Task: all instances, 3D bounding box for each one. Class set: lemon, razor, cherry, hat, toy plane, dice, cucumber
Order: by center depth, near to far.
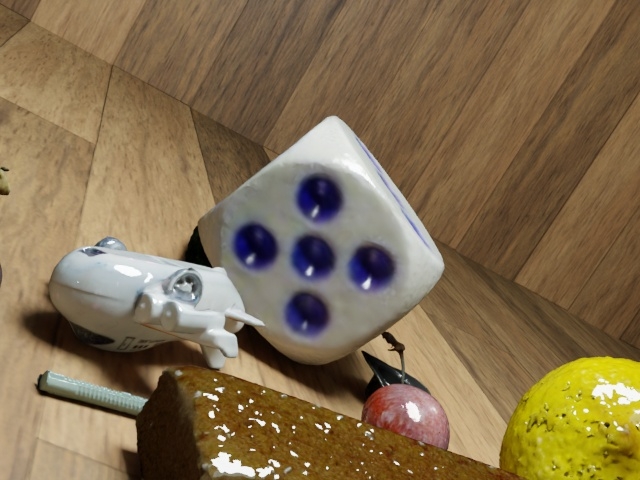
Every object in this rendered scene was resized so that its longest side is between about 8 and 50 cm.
[{"bbox_3d":[-0.157,0.153,0.812,0.211,0.035,0.084,17,-6,-33],"label":"razor"},{"bbox_3d":[-0.173,0.070,0.920,0.245,0.117,0.244,17,2,-1],"label":"toy plane"},{"bbox_3d":[0.338,0.271,1.018,0.258,0.258,0.310,39,-3,33],"label":"lemon"},{"bbox_3d":[0.091,0.193,1.069,0.107,0.090,0.225,15,30,-25],"label":"cherry"},{"bbox_3d":[0.000,0.000,1.167,0.251,0.243,0.259,53,12,-6],"label":"dice"},{"bbox_3d":[0.090,0.199,1.182,0.121,0.050,0.121,35,14,-10],"label":"hat"},{"bbox_3d":[-0.156,0.020,1.252,0.077,0.077,0.265,29,11,-9],"label":"cucumber"}]

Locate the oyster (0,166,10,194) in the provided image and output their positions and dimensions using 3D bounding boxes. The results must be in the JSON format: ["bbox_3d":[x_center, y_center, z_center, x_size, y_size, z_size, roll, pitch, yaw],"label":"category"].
[{"bbox_3d":[-0.398,-0.070,0.852,0.345,0.078,0.129,14,-22,43],"label":"oyster"}]

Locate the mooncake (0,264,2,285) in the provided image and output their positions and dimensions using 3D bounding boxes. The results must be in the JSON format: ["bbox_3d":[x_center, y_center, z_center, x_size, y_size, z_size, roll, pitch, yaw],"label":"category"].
[{"bbox_3d":[-0.366,0.006,0.651,0.245,0.133,0.245,35,4,-3],"label":"mooncake"}]

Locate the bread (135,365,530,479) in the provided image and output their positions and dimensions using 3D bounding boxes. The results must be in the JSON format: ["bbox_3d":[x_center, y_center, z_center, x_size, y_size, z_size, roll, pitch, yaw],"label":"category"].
[{"bbox_3d":[0.046,0.237,0.759,0.417,0.113,0.165,25,12,-24],"label":"bread"}]
